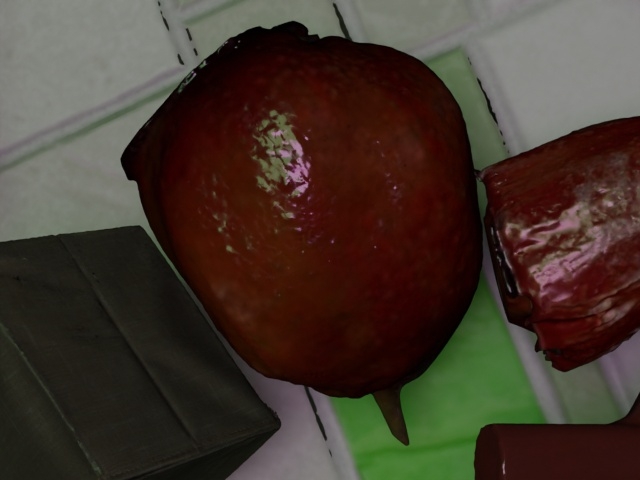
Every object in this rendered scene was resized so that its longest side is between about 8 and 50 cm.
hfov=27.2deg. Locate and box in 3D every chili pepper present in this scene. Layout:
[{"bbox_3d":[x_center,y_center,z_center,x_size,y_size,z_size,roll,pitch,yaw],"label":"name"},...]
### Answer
[{"bbox_3d":[0.207,-0.028,0.709,0.252,0.144,0.136,-25,40,5],"label":"chili pepper"}]

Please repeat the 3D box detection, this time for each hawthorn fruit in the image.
[{"bbox_3d":[0.000,0.000,0.737,0.189,0.189,0.251,-17,88,12],"label":"hawthorn fruit"}]

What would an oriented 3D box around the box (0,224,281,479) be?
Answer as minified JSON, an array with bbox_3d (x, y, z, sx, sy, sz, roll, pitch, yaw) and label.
[{"bbox_3d":[-0.167,0.123,0.742,0.231,0.155,0.149,-46,72,29],"label":"box"}]

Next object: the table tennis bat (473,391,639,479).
[{"bbox_3d":[0.227,0.106,0.663,0.310,0.038,0.200,0,76,-15],"label":"table tennis bat"}]
